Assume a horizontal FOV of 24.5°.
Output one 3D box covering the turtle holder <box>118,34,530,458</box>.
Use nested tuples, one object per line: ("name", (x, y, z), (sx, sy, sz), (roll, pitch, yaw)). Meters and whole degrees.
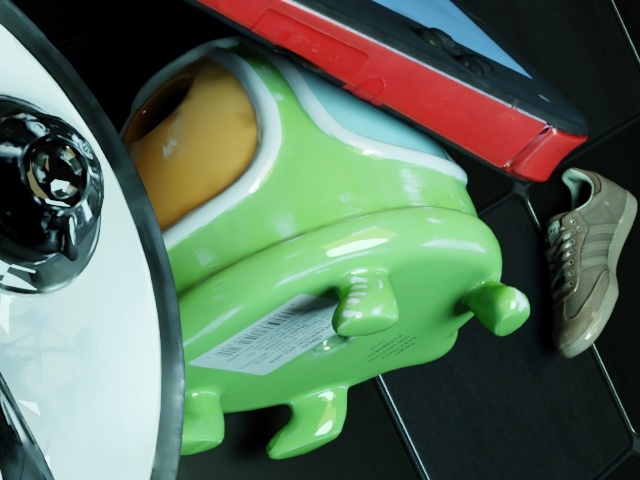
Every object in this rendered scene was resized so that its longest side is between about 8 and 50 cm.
("turtle holder", (0.003, -0.009, 0.964), (0.320, 0.243, 0.227), (-9, 65, -34))

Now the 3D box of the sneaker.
("sneaker", (0.217, 0.017, 1.274), (0.071, 0.066, 0.188), (32, 50, -10))

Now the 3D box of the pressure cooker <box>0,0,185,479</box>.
("pressure cooker", (-0.264, 0.054, 0.579), (0.370, 0.420, 0.375), (25, 61, -34))

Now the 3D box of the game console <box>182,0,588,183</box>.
("game console", (-0.019, -0.191, 0.972), (0.342, 0.060, 0.386), (26, 18, -34))
